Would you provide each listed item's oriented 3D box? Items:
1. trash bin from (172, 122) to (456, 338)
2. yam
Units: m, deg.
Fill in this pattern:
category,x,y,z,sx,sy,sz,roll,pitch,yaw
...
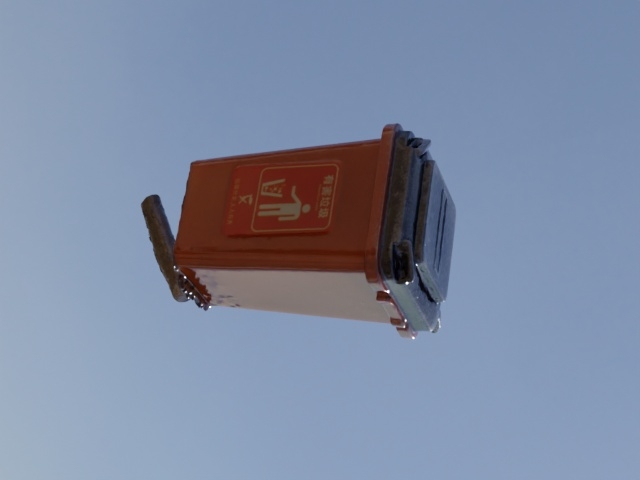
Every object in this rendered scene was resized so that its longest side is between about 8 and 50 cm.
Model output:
category,x,y,z,sx,sy,sz,roll,pitch,yaw
trash bin,0.000,0.000,1.290,0.184,0.239,0.161,55,39,-57
yam,-0.173,0.008,1.561,0.032,0.032,0.145,108,-32,-44
